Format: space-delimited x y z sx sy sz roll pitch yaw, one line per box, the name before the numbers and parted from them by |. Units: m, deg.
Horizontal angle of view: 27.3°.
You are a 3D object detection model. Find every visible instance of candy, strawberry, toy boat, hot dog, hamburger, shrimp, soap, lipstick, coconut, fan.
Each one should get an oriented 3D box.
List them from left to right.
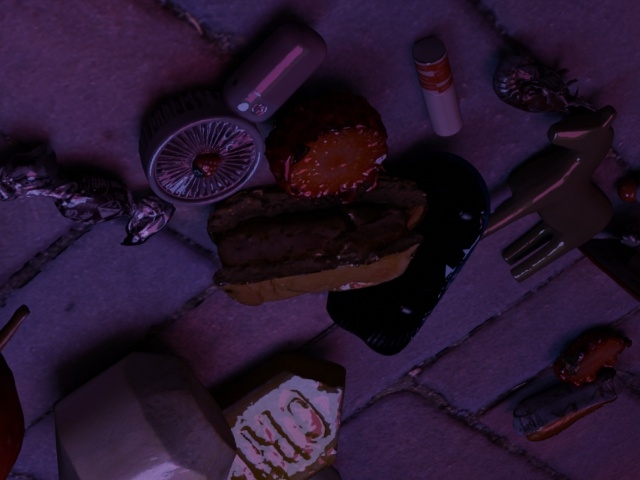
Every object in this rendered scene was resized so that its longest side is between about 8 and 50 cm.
candy | -0.260 -0.047 1.430 0.226 0.051 0.094 18 136 -39
coconut | -0.236 0.262 1.678 0.241 0.241 0.241 -15 142 -12
fan | -0.090 -0.135 1.393 0.244 0.074 0.130 -44 138 21
soap | -0.066 0.262 1.826 0.257 0.080 0.160 -35 108 13
hamburger | 0.000 0.000 1.565 0.262 0.124 0.131 -9 156 -3
strawberry | 0.007 -0.106 1.466 0.145 0.086 0.145 -22 144 -17
toy boat | 0.121 0.005 1.666 0.092 0.134 0.299 -38 162 -53
lipstick | 0.134 -0.173 1.498 0.038 0.038 0.130 -24 143 -1
shrimp | 0.266 -0.179 1.549 0.165 0.056 0.065 3 129 -35
hot dog | 0.398 0.263 2.121 0.191 0.108 0.059 -26 104 1
strawberry | 0.424 0.179 2.072 0.152 0.048 0.104 -14 137 -40

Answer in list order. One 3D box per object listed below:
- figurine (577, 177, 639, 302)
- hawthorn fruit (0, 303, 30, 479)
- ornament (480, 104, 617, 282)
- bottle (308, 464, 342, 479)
figurine | 0.489 -0.040 1.761 0.160 0.183 0.226 1 124 -43
hawthorn fruit | -0.439 0.180 1.421 0.330 0.287 0.287 -40 142 0
ornament | 0.303 -0.064 1.700 0.245 0.061 0.230 -35 142 16
bottle | -0.035 0.336 1.986 0.072 0.072 0.201 -30 142 7
